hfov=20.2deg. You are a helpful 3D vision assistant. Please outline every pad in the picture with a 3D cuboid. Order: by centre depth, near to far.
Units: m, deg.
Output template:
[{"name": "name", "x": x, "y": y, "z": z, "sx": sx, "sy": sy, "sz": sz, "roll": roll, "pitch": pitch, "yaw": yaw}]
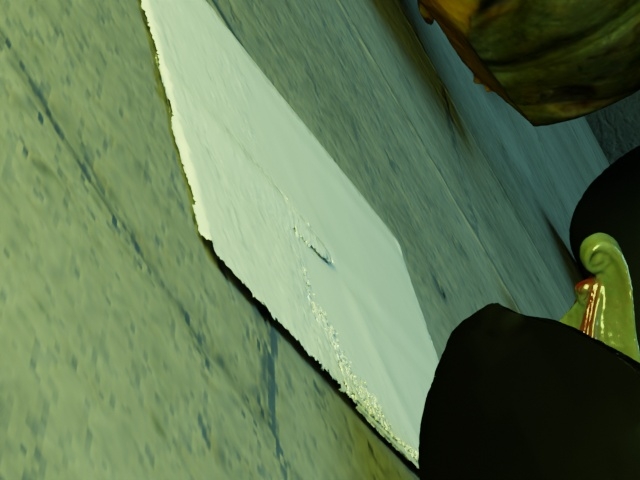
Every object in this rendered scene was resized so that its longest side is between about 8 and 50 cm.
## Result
[{"name": "pad", "x": 0.000, "y": 0.000, "z": 0.608, "sx": 0.232, "sy": 0.004, "sz": 0.156, "roll": 49, "pitch": 19, "yaw": -49}]

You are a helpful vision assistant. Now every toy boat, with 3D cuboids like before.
[{"name": "toy boat", "x": 0.174, "y": 0.085, "z": 1.010, "sx": 0.185, "sy": 0.071, "sz": 0.089, "roll": 60, "pitch": 13, "yaw": -15}]

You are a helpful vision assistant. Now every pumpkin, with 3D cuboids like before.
[{"name": "pumpkin", "x": 0.141, "y": -0.252, "z": 1.162, "sx": 0.303, "sy": 0.256, "sz": 0.225, "roll": 53, "pitch": 7, "yaw": 36}]

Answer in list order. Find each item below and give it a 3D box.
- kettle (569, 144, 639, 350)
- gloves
[{"name": "kettle", "x": 0.329, "y": 0.105, "z": 1.411, "sx": 0.262, "sy": 0.203, "sz": 0.308, "roll": 88, "pitch": -8, "yaw": -49}, {"name": "gloves", "x": 0.117, "y": 0.125, "z": 0.544, "sx": 0.203, "sy": 0.124, "sz": 0.164, "roll": 40, "pitch": 12, "yaw": -37}]
